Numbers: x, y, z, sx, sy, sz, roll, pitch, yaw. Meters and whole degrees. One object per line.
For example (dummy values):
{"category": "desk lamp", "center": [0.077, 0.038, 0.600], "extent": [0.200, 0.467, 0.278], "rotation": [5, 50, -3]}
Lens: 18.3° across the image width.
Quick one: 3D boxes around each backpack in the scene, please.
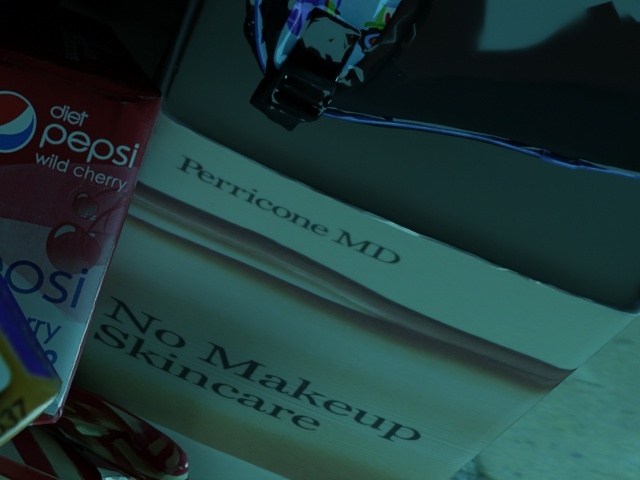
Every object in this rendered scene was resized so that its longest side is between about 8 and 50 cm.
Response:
{"category": "backpack", "center": [0.065, -0.108, 0.448], "extent": [0.158, 0.117, 0.173], "rotation": [12, 126, 11]}

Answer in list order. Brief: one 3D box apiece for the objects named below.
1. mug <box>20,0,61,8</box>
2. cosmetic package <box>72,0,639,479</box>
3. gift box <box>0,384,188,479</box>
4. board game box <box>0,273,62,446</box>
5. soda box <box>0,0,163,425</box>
{"category": "mug", "center": [-0.136, -0.140, 0.548], "extent": [0.169, 0.113, 0.150], "rotation": [22, -176, -16]}
{"category": "cosmetic package", "center": [0.000, 0.000, 0.672], "extent": [0.153, 0.129, 0.296], "rotation": [23, 152, -5]}
{"category": "gift box", "center": [-0.178, 0.143, 0.630], "extent": [0.255, 0.258, 0.276], "rotation": [22, 166, 7]}
{"category": "board game box", "center": [-0.333, -0.046, 0.324], "extent": [0.356, 0.356, 0.356], "rotation": [19, 141, 56]}
{"category": "soda box", "center": [-0.106, -0.027, 0.588], "extent": [0.083, 0.092, 0.263], "rotation": [17, -173, -12]}
